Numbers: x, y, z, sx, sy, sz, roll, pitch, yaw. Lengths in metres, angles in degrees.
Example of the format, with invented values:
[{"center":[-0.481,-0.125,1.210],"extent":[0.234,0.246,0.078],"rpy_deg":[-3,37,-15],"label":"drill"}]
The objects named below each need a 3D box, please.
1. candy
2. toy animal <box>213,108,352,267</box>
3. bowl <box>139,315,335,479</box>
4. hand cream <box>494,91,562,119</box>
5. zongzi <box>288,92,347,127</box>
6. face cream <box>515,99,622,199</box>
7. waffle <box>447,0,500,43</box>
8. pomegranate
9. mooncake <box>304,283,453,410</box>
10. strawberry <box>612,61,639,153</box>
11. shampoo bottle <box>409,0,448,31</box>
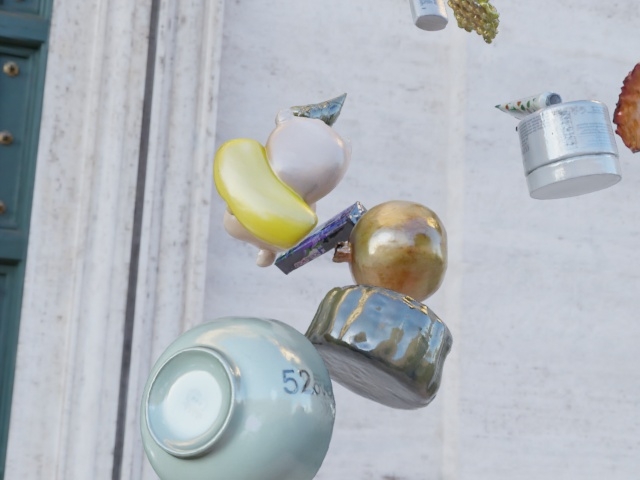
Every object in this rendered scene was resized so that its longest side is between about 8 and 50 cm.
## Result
[{"center":[0.000,0.000,2.053],"extent":[0.061,0.088,0.312],"rpy_deg":[48,-48,-13],"label":"candy"},{"center":[-0.106,-0.122,1.799],"extent":[0.277,0.345,0.247],"rpy_deg":[24,-23,6],"label":"toy animal"},{"center":[-0.170,0.281,1.303],"extent":[0.354,0.354,0.185],"rpy_deg":[-1,-19,26],"label":"bowl"},{"center":[0.576,-0.367,2.146],"extent":[0.095,0.059,0.276],"rpy_deg":[23,-2,-12],"label":"hand cream"},{"center":[-0.014,-0.372,2.150],"extent":[0.081,0.178,0.189],"rpy_deg":[33,1,35],"label":"zongzi"},{"center":[0.480,-0.173,1.510],"extent":[0.177,0.153,0.177],"rpy_deg":[-8,-12,-2],"label":"face cream"},{"center":[0.466,-0.745,2.447],"extent":[0.058,0.281,0.301],"rpy_deg":[-33,15,0],"label":"waffle"},{"center":[0.161,0.030,1.804],"extent":[0.270,0.252,0.229],"rpy_deg":[1,-50,-2],"label":"pomegranate"},{"center":[0.113,0.202,1.523],"extent":[0.290,0.161,0.290],"rpy_deg":[23,-24,10],"label":"mooncake"},{"center":[0.982,-0.386,2.220],"extent":[0.149,0.265,0.336],"rpy_deg":[-20,-19,-20],"label":"strawberry"},{"center":[0.254,-0.614,1.909],"extent":[0.086,0.227,0.056],"rpy_deg":[4,-31,-17],"label":"shampoo bottle"}]
